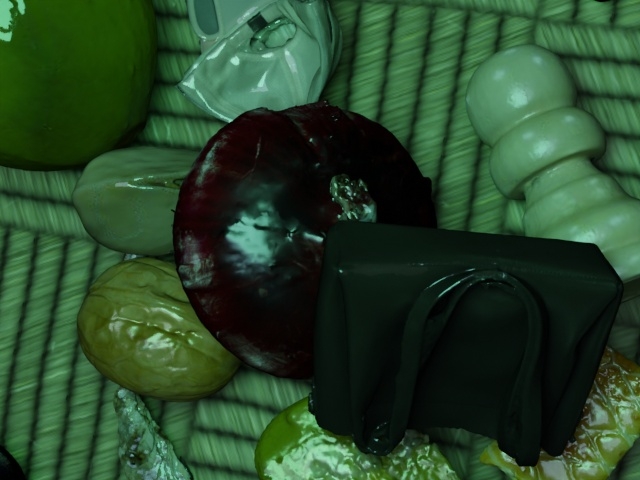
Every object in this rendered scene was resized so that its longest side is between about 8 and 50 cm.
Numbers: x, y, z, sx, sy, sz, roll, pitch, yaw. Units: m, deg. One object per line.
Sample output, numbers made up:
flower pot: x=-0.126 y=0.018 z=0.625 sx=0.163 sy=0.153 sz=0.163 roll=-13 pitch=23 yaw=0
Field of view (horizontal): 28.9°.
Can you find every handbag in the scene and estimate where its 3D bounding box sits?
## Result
handbag: x=0.134 y=0.109 z=1.218 sx=0.285 sy=0.113 sz=0.257 roll=4 pitch=124 yaw=-3

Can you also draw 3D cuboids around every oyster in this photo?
oyster: x=-0.208 y=0.271 z=1.480 sx=0.106 sy=0.061 sz=0.200 roll=-40 pitch=77 yaw=10

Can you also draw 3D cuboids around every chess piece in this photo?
chess piece: x=0.253 y=-0.072 z=1.338 sx=0.167 sy=0.167 sz=0.300 roll=-26 pitch=75 yaw=12

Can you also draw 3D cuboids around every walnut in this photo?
walnut: x=-0.182 y=0.105 z=1.441 sx=0.206 sy=0.159 sz=0.159 roll=17 pitch=90 yaw=9

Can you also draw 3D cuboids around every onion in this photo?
onion: x=0.000 y=0.000 z=1.334 sx=0.232 sy=0.314 sz=0.314 roll=-5 pitch=82 yaw=58

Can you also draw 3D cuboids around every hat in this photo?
hat: x=-0.053 y=-0.259 z=1.475 sx=0.219 sy=0.164 sz=0.226 roll=-20 pitch=39 yaw=35

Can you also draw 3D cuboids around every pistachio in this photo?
pistachio: x=-0.179 y=-0.047 z=1.441 sx=0.152 sy=0.223 sz=0.126 roll=-21 pitch=73 yaw=58

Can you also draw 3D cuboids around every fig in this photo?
fig: x=-0.338 y=-0.239 z=1.434 sx=0.343 sy=0.343 sz=0.343 roll=-1 pitch=85 yaw=15

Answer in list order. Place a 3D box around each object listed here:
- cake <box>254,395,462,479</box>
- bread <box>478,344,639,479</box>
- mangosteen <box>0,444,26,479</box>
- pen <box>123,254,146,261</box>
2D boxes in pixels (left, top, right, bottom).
cake: x=0.054 y=0.279 z=1.361 sx=0.179 sy=0.156 sz=0.260 roll=-35 pitch=81 yaw=-7
bread: x=0.277 y=0.200 z=1.348 sx=0.125 sy=0.068 sz=0.188 roll=37 pitch=95 yaw=15
mangosteen: x=-0.429 y=0.310 z=1.493 sx=0.152 sy=0.152 sz=0.153 roll=-1 pitch=85 yaw=15
pen: x=-0.232 y=0.035 z=1.523 sx=0.028 sy=0.028 sz=0.239 roll=21 pitch=90 yaw=16
